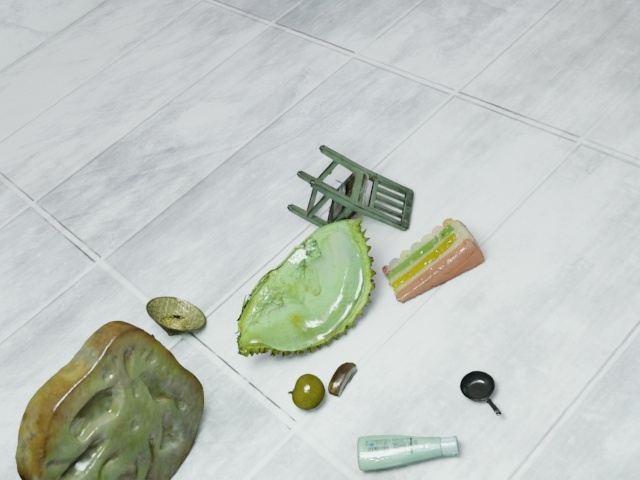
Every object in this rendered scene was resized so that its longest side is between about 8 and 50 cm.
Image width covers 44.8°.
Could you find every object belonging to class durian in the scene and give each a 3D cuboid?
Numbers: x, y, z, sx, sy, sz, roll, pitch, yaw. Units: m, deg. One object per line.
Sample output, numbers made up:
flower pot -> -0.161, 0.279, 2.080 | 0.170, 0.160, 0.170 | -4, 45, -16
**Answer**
durian -> -0.022, 0.122, 1.685 | 0.394, 0.198, 0.163 | -38, 50, -14

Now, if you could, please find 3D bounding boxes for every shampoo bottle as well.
shampoo bottle -> 0.166, 0.396, 1.476 | 0.191, 0.041, 0.069 | -9, 41, 11

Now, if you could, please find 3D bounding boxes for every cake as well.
cake -> 0.248, 0.039, 1.746 | 0.226, 0.090, 0.109 | -26, 50, -4

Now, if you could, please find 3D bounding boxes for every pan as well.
pan -> 0.320, 0.304, 1.519 | 0.069, 0.023, 0.115 | -26, 43, -6

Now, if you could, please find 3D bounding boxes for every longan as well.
longan -> -0.031, 0.312, 1.603 | 0.083, 0.075, 0.075 | -3, 48, 29

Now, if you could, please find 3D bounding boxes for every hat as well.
hat -> -0.347, 0.197, 1.826 | 0.146, 0.067, 0.146 | 19, 22, -8

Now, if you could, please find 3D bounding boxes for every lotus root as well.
lotus root -> -0.391, 0.338, 1.494 | 0.111, 0.374, 0.391 | 11, 14, 38
lotus root -> 0.043, 0.285, 1.628 | 0.037, 0.030, 0.083 | 17, 56, 33

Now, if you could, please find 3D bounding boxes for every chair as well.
chair -> 0.074, -0.098, 1.918 | 0.271, 0.147, 0.136 | 25, 51, -17

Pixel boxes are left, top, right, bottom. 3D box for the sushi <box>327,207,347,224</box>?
sushi -> 0.000, 0.000, 1.825 | 0.031, 0.201, 0.139 | 48, 56, -3
